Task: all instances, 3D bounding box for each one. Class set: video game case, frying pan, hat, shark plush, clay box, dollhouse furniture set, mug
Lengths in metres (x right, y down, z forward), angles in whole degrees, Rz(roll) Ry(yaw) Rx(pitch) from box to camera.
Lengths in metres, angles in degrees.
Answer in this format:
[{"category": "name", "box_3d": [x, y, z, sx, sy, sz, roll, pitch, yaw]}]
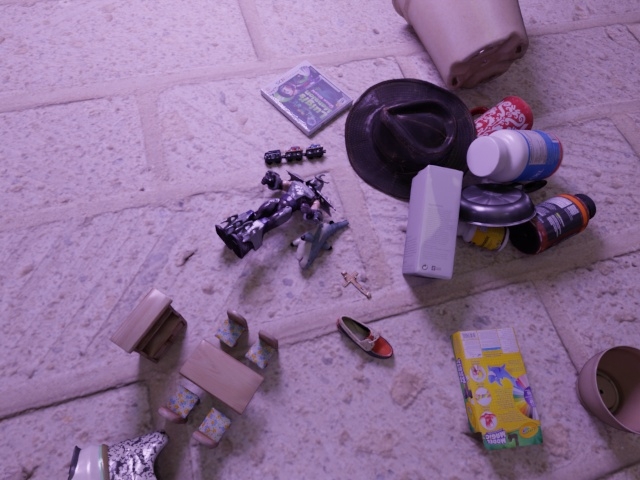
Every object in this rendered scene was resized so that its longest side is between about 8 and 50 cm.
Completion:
[{"category": "video game case", "box_3d": [-0.036, -0.391, 1.107, 0.173, 0.022, 0.190, -41, 76, -20]}, {"category": "frying pan", "box_3d": [0.457, -0.100, 0.963, 0.325, 0.053, 0.197, -13, 28, -9]}, {"category": "hat", "box_3d": [0.217, -0.256, 0.968, 0.330, 0.134, 0.332, 0, 89, 5]}, {"category": "shark plush", "box_3d": [0.000, 0.000, 0.938, 0.161, 0.073, 0.067, -36, 94, -40]}, {"category": "clay box", "box_3d": [0.353, 0.295, 0.828, 0.127, 0.053, 0.222, -2, 68, -7]}, {"category": "dollhouse furniture set", "box_3d": [-0.224, 0.214, 0.741, 0.242, 0.161, 0.212, 30, 66, 8]}, {"category": "mug", "box_3d": [0.445, -0.290, 1.087, 0.169, 0.150, 0.113, -34, 111, -14]}]

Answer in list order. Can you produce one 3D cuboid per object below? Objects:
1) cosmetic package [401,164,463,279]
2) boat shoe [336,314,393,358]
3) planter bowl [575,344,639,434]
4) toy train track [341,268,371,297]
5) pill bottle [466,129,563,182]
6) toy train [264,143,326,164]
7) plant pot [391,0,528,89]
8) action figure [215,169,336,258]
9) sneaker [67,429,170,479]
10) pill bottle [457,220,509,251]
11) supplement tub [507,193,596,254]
[{"category": "cosmetic package", "box_3d": [0.242, -0.034, 0.895, 0.085, 0.117, 0.231, 10, 85, -4]}, {"category": "boat shoe", "box_3d": [0.093, 0.199, 0.848, 0.137, 0.043, 0.049, 34, 65, 7]}, {"category": "planter bowl", "box_3d": [0.592, 0.302, 0.821, 0.161, 0.109, 0.162, 2, 65, -5]}, {"category": "toy train track", "box_3d": [0.080, 0.094, 0.909, 0.083, 0.014, 0.048, 42, 69, 12]}, {"category": "pill bottle", "box_3d": [0.462, -0.202, 0.981, 0.221, 0.124, 0.125, -7, 66, -27]}, {"category": "toy train", "box_3d": [-0.064, -0.219, 1.027, 0.158, 0.027, 0.036, -9, 57, -10]}, {"category": "plant pot", "box_3d": [0.400, -0.603, 1.113, 0.333, 0.334, 0.306, -15, 80, -13]}, {"category": "action figure", "box_3d": [-0.088, -0.072, 0.912, 0.285, 0.099, 0.185, -38, 51, -24]}, {"category": "sneaker", "box_3d": [-0.253, 0.491, 0.633, 0.181, 0.158, 0.411, -18, 72, -26]}, {"category": "pill bottle", "box_3d": [0.375, -0.020, 0.964, 0.116, 0.065, 0.065, 19, 65, 3]}, {"category": "supplement tub", "box_3d": [0.556, -0.046, 0.974, 0.197, 0.106, 0.106, -22, 70, -15]}]
